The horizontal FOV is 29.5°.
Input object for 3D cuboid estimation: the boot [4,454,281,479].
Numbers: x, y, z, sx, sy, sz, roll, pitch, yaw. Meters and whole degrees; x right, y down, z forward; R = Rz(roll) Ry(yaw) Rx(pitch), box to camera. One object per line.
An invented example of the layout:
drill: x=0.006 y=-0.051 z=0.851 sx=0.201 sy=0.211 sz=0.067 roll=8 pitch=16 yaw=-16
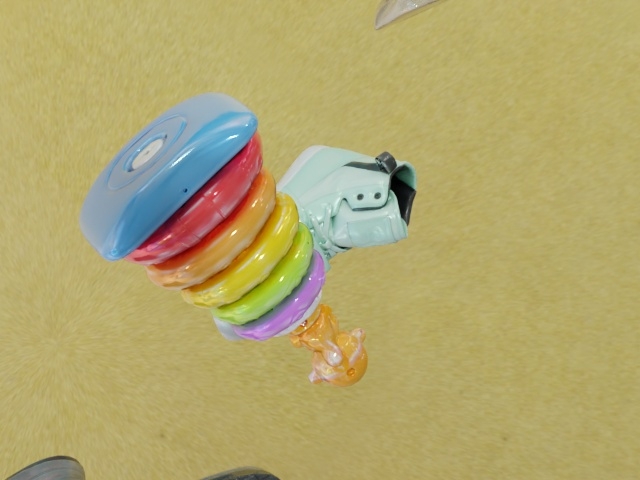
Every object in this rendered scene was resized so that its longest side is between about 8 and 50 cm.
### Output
boot: x=-0.221 y=0.280 z=1.260 sx=0.338 sy=0.222 sz=0.118 roll=-17 pitch=116 yaw=-25

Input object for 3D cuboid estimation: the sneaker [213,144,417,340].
sneaker: x=0.000 y=-0.001 z=1.225 sx=0.256 sy=0.151 sz=0.094 roll=-57 pitch=134 yaw=-30

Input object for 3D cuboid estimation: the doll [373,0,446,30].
doll: x=0.017 y=-0.167 z=0.377 sx=0.129 sy=0.046 sz=0.189 roll=-24 pitch=95 yaw=-24

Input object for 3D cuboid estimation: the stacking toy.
stacking toy: x=-0.056 y=0.025 z=1.087 sx=0.175 sy=0.166 sz=0.302 roll=-45 pitch=114 yaw=-4
